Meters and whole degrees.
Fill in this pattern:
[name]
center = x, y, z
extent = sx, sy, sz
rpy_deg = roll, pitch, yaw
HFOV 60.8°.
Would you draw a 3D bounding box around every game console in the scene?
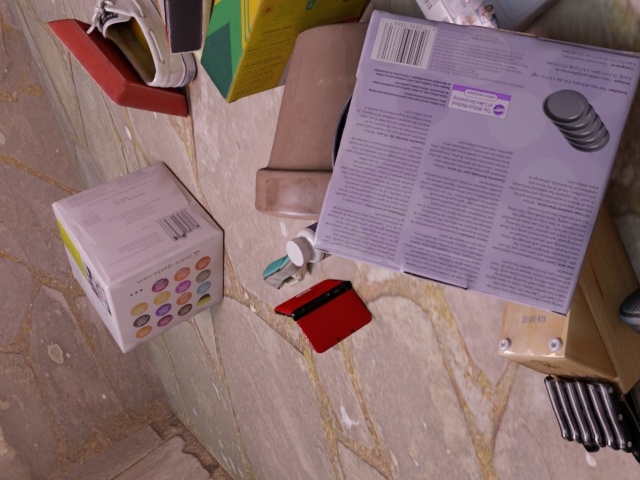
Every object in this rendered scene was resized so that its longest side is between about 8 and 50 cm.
[game console]
center = 0.004, 0.144, 1.070
extent = 0.124, 0.144, 0.085
rpy_deg = 0, 112, 56

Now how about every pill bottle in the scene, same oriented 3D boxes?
[pill bottle]
center = 0.000, 0.000, 0.986
extent = 0.067, 0.120, 0.067
rpy_deg = 36, 140, 37

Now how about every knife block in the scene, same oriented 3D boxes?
[knife block]
center = 0.327, 0.103, 0.633
extent = 0.088, 0.242, 0.275
rpy_deg = -15, 56, 58

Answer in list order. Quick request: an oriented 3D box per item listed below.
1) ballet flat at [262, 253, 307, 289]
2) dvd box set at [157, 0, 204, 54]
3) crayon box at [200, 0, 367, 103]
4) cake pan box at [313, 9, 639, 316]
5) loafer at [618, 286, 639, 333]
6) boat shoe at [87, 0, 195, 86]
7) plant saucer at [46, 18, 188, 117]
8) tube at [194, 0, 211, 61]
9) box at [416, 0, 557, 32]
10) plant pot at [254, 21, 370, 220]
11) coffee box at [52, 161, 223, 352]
[ballet flat]
center = -0.064, 0.060, 1.200
extent = 0.068, 0.072, 0.213
rpy_deg = 37, 152, -10
[dvd box set]
center = -0.254, -0.554, 0.830
extent = 0.307, 0.062, 0.420
rpy_deg = 134, 121, -71
[crayon box]
center = -0.021, -0.325, 0.686
extent = 0.081, 0.202, 0.318
rpy_deg = 57, 148, 9
[cake pan box]
center = 0.139, -0.078, 0.539
extent = 0.267, 0.070, 0.246
rpy_deg = 14, 92, 12
[loafer]
center = 0.394, 0.051, 0.466
extent = 0.084, 0.096, 0.267
rpy_deg = 50, 146, 0
[boat shoe]
center = -0.437, -0.484, 1.189
extent = 0.136, 0.156, 0.367
rpy_deg = -34, 88, 40
[plant saucer]
center = -0.444, -0.399, 1.251
extent = 0.259, 0.258, 0.048
rpy_deg = 48, 110, 11
[tube]
center = -0.242, -0.457, 1.062
extent = 0.062, 0.070, 0.240
rpy_deg = 16, 151, -8
[box]
center = 0.179, -0.288, 0.570
extent = 0.145, 0.038, 0.186
rpy_deg = 60, 150, 3
[plant pot]
center = 0.040, -0.152, 0.714
extent = 0.263, 0.263, 0.229
rpy_deg = 12, 107, 52
[coffee box]
center = -0.512, 0.045, 1.579
extent = 0.338, 0.337, 0.334
rpy_deg = 45, 146, 26
